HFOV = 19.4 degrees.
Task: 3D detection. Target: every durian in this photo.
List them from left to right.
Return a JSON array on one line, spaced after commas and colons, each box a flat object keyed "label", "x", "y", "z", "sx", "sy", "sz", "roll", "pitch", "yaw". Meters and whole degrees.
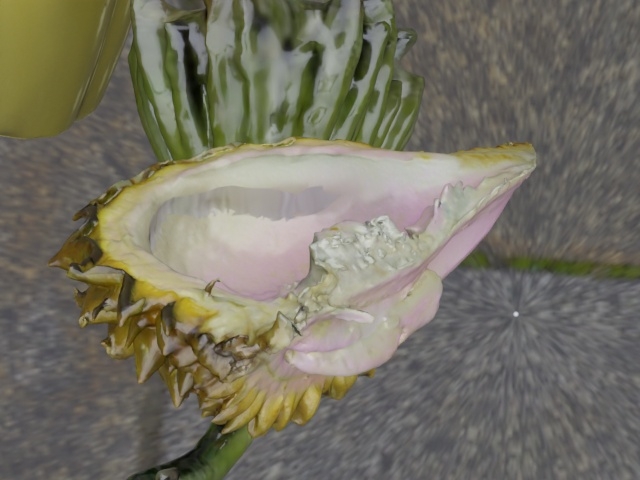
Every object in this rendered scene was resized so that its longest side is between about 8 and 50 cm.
[{"label": "durian", "x": 0.004, "y": 0.012, "z": 0.699, "sx": 0.140, "sy": 0.224, "sz": 0.078, "roll": 22, "pitch": 122, "yaw": 46}]

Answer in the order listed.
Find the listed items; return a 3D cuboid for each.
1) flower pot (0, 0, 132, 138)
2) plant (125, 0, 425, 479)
[{"label": "flower pot", "x": -0.201, "y": -0.169, "z": 1.199, "sx": 0.195, "sy": 0.195, "sz": 0.179, "roll": 13, "pitch": 124, "yaw": 6}, {"label": "plant", "x": -0.062, "y": -0.005, "z": 1.103, "sx": 0.180, "sy": 0.251, "sz": 0.333, "roll": 11, "pitch": 79, "yaw": 30}]
